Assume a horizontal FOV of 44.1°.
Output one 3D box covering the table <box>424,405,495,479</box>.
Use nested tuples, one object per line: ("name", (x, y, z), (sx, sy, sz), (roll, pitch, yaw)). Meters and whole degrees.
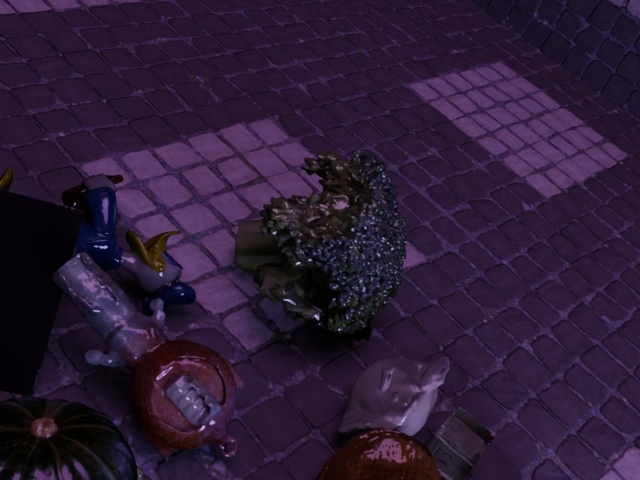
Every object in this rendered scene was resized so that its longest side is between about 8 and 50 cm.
("table", (0.208, 0.313, 1.204), (0.079, 0.083, 0.062), (39, 40, 16))

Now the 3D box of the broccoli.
("broccoli", (0.019, 0.003, 1.330), (0.318, 0.277, 0.338), (-15, 41, -14))

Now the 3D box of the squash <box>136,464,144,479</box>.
("squash", (-0.267, 0.286, 1.033), (0.089, 0.027, 0.027), (40, 40, 10))

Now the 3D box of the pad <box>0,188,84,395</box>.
("pad", (-0.434, 0.066, 1.072), (0.160, 0.265, 0.009), (15, -5, -12))

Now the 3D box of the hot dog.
("hot dog", (0.074, 0.375, 1.037), (0.196, 0.122, 0.272), (24, 34, -3))

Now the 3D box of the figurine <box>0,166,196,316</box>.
("figurine", (-0.350, 0.018, 1.232), (0.338, 0.204, 0.283), (29, 30, -14))

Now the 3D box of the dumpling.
("dumpling", (0.124, 0.236, 1.203), (0.229, 0.151, 0.124), (-30, 90, -47))

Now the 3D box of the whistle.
("whistle", (-0.226, 0.161, 1.070), (0.346, 0.142, 0.134), (50, -1, -4))

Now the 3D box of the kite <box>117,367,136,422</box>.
("kite", (-0.231, 0.212, 1.155), (0.137, 0.005, 0.152), (19, 39, -6))

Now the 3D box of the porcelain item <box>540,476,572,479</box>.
("porcelain item", (0.315, 0.412, 1.096), (0.147, 0.147, 0.114), (1, 44, -26))

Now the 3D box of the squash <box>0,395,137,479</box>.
("squash", (-0.320, 0.274, 0.902), (0.218, 0.172, 0.218), (9, 39, -8))
